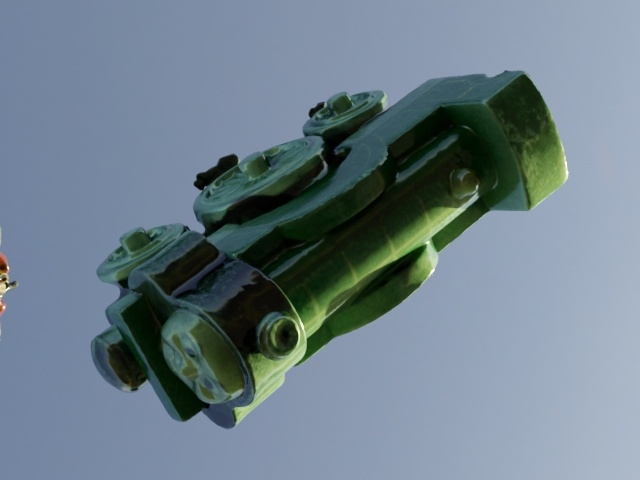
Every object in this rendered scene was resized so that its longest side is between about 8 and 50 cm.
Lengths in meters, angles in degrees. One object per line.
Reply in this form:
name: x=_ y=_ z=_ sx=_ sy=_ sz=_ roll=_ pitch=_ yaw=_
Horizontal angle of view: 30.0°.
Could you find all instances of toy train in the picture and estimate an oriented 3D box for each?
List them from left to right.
toy train: x=0.000 y=0.000 z=0.439 sx=0.178 sy=0.104 sz=0.071 roll=-37 pitch=-68 yaw=-27

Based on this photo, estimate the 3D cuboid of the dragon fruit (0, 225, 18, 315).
dragon fruit: x=-0.341 y=0.040 z=0.871 sx=0.236 sy=0.135 sz=0.137 roll=-15 pitch=-60 yaw=-29
